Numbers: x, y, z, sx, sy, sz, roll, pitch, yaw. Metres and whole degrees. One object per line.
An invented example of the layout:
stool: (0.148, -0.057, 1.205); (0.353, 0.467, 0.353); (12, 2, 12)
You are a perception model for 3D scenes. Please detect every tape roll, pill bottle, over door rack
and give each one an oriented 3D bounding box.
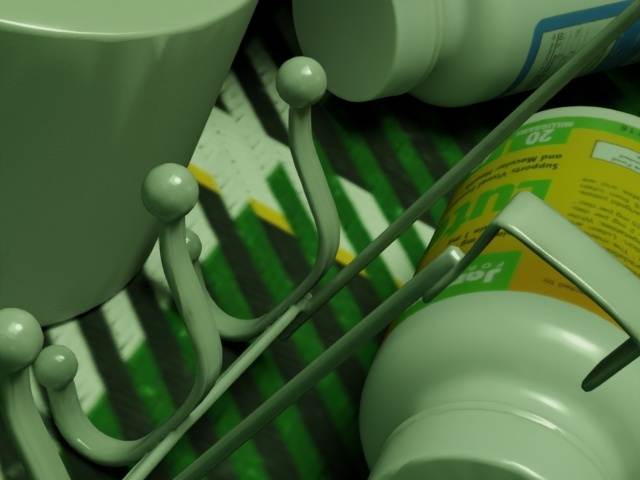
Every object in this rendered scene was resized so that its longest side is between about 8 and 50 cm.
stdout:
tape roll: (-0.160, -0.102, 0.843); (0.246, 0.169, 0.246); (16, 39, -13)
pill bottle: (0.096, 0.056, 0.832); (0.136, 0.136, 0.246); (28, 37, 1)
pill bottle: (0.098, -0.143, 1.072); (0.221, 0.124, 0.124); (-15, 53, -35)
over door rack: (0.000, 0.000, 0.698); (0.108, 0.324, 0.239); (54, 38, -9)
